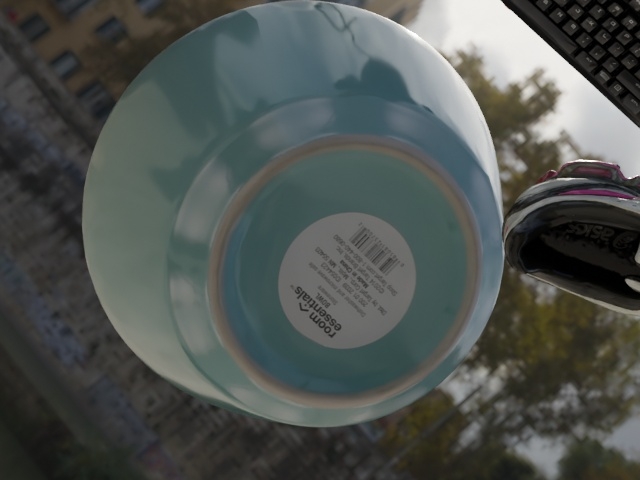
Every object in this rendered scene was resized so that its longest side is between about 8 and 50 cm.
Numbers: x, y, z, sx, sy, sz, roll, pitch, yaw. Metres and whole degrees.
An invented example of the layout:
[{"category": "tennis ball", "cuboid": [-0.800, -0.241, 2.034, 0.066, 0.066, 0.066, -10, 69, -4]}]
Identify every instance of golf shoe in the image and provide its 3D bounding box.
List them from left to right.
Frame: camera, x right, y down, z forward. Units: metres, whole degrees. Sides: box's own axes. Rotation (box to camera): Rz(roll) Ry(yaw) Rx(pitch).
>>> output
[{"category": "golf shoe", "cuboid": [0.170, 0.015, 0.580, 0.186, 0.086, 0.067, 10, -68, 23]}]

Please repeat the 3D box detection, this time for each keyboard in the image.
[{"category": "keyboard", "cuboid": [0.146, -0.121, 0.655, 0.180, 0.023, 0.108, 40, -41, -7]}]

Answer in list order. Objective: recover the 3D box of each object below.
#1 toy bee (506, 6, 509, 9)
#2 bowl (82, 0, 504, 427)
[{"category": "toy bee", "cuboid": [0.114, -0.243, 0.902, 0.162, 0.195, 0.298, 47, 10, -3]}, {"category": "bowl", "cuboid": [0.000, 0.000, 0.901, 0.311, 0.312, 0.163, 55, -2, -19]}]
